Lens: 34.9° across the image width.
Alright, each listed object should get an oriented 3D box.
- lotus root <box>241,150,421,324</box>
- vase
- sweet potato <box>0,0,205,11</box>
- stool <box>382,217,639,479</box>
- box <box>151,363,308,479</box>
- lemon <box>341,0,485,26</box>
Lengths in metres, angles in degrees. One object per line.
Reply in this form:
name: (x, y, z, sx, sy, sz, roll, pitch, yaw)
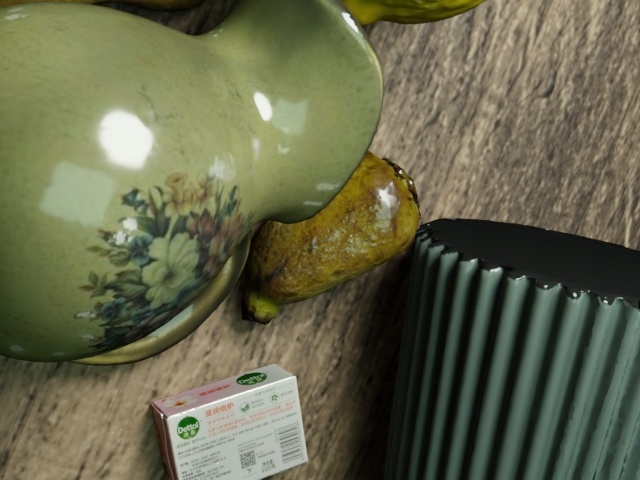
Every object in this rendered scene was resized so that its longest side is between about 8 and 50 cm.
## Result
lotus root: (0.000, 0.000, 0.877, 0.191, 0.108, 0.094, -39, 147, -5)
vase: (-0.132, -0.029, 0.746, 0.302, 0.241, 0.329, -23, 142, -28)
sweet potato: (-0.197, -0.192, 0.745, 0.269, 0.075, 0.074, -12, 106, -33)
stool: (0.199, 0.172, 0.919, 0.297, 0.297, 0.330, 3, 103, -29)
box: (-0.078, 0.170, 0.898, 0.125, 0.043, 0.089, -14, 107, -25)
lemon: (0.070, -0.301, 0.765, 0.284, 0.260, 0.260, -47, 118, 3)
